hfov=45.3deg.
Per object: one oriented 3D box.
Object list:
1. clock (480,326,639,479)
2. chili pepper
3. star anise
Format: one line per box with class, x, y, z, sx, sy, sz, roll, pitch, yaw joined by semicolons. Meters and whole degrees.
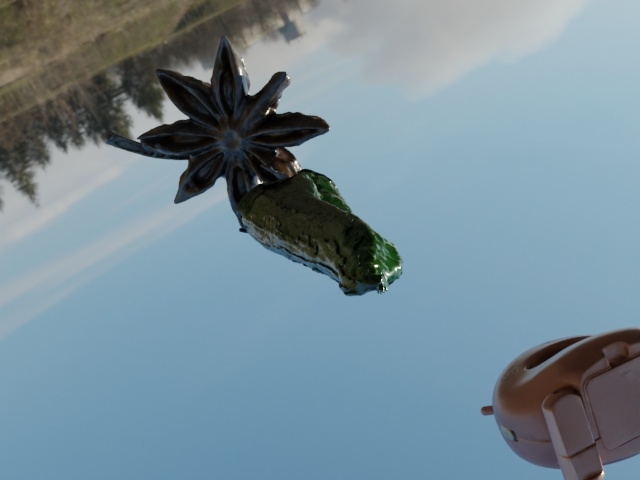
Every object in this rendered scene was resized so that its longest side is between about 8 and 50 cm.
clock;0.325;0.184;0.972;0.227;0.142;0.241;-20;-177;-14
chili pepper;0.000;0.000;0.522;0.088;0.059;0.227;-18;-163;-9
star anise;-0.113;-0.120;0.881;0.262;0.230;0.081;0;-149;10
